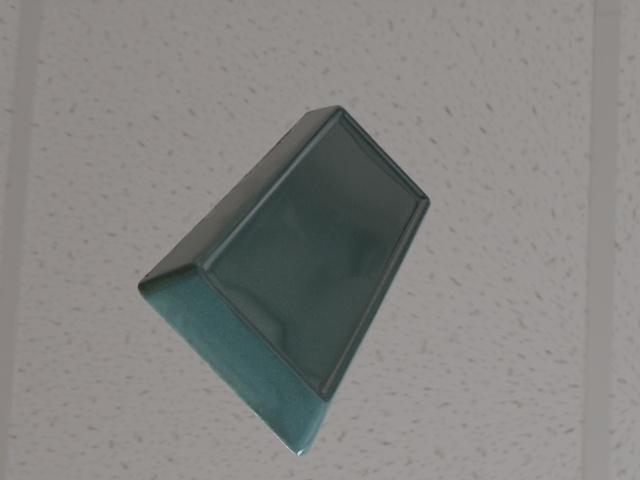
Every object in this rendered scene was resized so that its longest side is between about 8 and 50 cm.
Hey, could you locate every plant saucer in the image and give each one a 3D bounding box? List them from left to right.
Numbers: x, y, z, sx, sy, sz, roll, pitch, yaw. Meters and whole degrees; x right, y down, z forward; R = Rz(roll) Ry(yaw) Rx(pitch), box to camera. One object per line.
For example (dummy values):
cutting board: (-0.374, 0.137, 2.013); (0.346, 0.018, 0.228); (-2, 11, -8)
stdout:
plant saucer: (0.000, 0.000, 0.438); (0.018, 0.192, 0.067); (-41, -84, 23)
